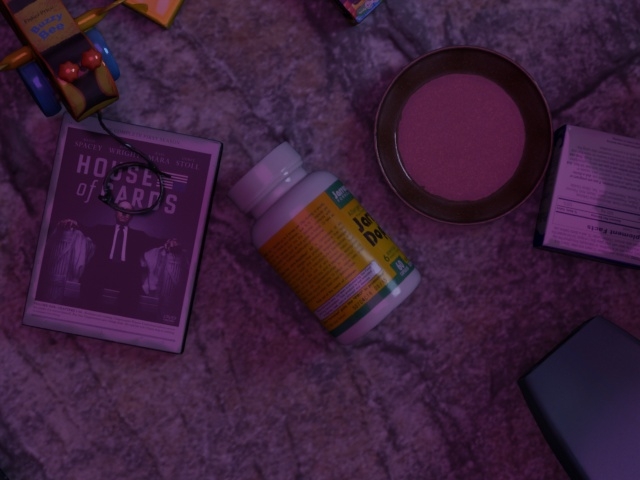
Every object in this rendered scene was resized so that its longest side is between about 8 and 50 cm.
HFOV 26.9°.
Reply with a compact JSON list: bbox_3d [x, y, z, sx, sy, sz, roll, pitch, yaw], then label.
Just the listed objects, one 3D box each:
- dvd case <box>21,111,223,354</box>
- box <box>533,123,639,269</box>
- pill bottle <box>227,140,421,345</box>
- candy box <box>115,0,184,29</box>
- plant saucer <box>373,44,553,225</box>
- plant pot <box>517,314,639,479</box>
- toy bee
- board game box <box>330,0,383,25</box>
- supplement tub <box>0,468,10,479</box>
[{"bbox_3d":[-0.216,-0.008,1.469,0.179,0.029,0.239,11,89,-2],"label":"dvd case"},{"bbox_3d":[0.309,-0.046,1.464,0.126,0.072,0.137,12,88,-2],"label":"box"},{"bbox_3d":[0.000,0.000,1.431,0.117,0.117,0.208,-41,90,-2],"label":"pill bottle"},{"bbox_3d":[-0.164,-0.347,1.477,0.105,0.027,0.206,29,88,-4],"label":"candy box"},{"bbox_3d":[0.156,-0.115,1.479,0.198,0.036,0.199,0,89,-1],"label":"plant saucer"},{"bbox_3d":[0.328,0.201,1.421,0.165,0.165,0.234,-40,82,-2],"label":"plant pot"},{"bbox_3d":[-0.252,-0.192,1.388,0.298,0.162,0.195,36,76,4],"label":"toy bee"},{"bbox_3d":[0.053,-0.343,1.466,0.170,0.048,0.141,-42,97,-2],"label":"board game box"},{"bbox_3d":[-0.409,0.290,1.376,0.191,0.191,0.272,-38,90,-2],"label":"supplement tub"}]
